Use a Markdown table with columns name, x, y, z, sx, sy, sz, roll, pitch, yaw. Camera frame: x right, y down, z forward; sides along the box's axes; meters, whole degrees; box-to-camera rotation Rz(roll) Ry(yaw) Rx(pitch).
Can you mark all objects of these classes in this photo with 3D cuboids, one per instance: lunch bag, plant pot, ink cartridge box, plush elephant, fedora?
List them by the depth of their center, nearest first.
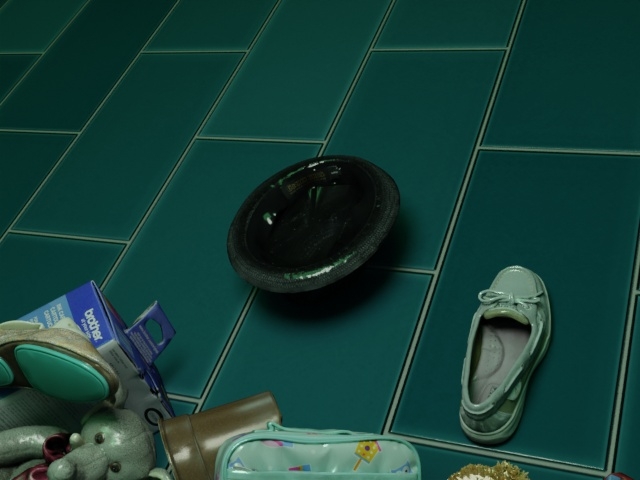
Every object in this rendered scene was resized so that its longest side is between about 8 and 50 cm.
| name | x | y | z | sx | sy | sz | roll | pitch | yaw |
| --- | --- | --- | --- | --- | --- | --- | --- | --- | --- |
| lunch bag | -0.008 | 0.349 | 1.108 | 0.279 | 0.108 | 0.224 | 3 | 84 | -12 |
| plush elephant | -0.339 | 0.336 | 1.205 | 0.272 | 0.255 | 0.330 | 50 | 30 | 13 |
| plant pot | -0.125 | 0.301 | 1.219 | 0.165 | 0.167 | 0.167 | -21 | 44 | -9 |
| ink cartridge box | -0.414 | 0.244 | 1.383 | 0.395 | 0.270 | 0.151 | -26 | 50 | -7 |
| fedora | 0.000 | 0.000 | 1.556 | 0.334 | 0.152 | 0.334 | -10 | 45 | 10 |

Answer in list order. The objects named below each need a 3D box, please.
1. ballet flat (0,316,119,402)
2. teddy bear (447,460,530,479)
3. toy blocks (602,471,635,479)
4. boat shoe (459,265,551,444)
| name | x | y | z | sx | sy | sz | roll | pitch | yaw |
| --- | --- | --- | --- | --- | --- | --- | --- | --- | --- |
| ballet flat | -0.397 | 0.153 | 1.198 | 0.316 | 0.107 | 0.106 | 2 | 35 | 23 |
| teddy bear | 0.263 | 0.447 | 1.084 | 0.338 | 0.113 | 0.245 | 36 | 73 | 32 |
| toy blocks | 0.461 | 0.371 | 0.978 | 0.381 | 0.191 | 0.261 | 21 | 47 | 1 |
| boat shoe | 0.285 | 0.158 | 1.339 | 0.118 | 0.103 | 0.320 | 8 | 51 | 26 |
